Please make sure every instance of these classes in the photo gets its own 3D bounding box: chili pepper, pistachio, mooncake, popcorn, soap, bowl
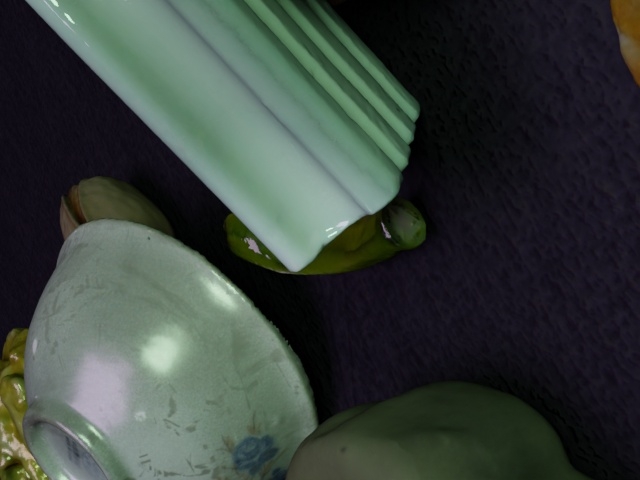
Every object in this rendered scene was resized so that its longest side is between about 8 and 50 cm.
[{"bbox_3d":[0.000,0.000,0.664,0.202,0.050,0.051,-4,84,50],"label":"chili pepper"},{"bbox_3d":[-0.206,-0.003,0.880,0.149,0.113,0.113,44,134,28],"label":"pistachio"},{"bbox_3d":[0.087,0.220,0.567,0.275,0.135,0.274,29,128,45],"label":"mooncake"},{"bbox_3d":[-0.275,0.236,1.011,0.225,0.174,0.285,27,125,36],"label":"popcorn"},{"bbox_3d":[-0.063,-0.126,0.509,0.087,0.160,0.265,-37,105,24],"label":"soap"},{"bbox_3d":[-0.165,0.149,0.768,0.313,0.146,0.313,21,133,24],"label":"bowl"}]

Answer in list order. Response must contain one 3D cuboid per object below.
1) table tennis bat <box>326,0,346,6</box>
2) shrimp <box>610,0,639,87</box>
[{"bbox_3d":[-0.010,-0.225,0.594,0.087,0.013,0.156,-36,67,22],"label":"table tennis bat"},{"bbox_3d":[0.199,-0.103,0.371,0.166,0.049,0.161,51,141,25],"label":"shrimp"}]
